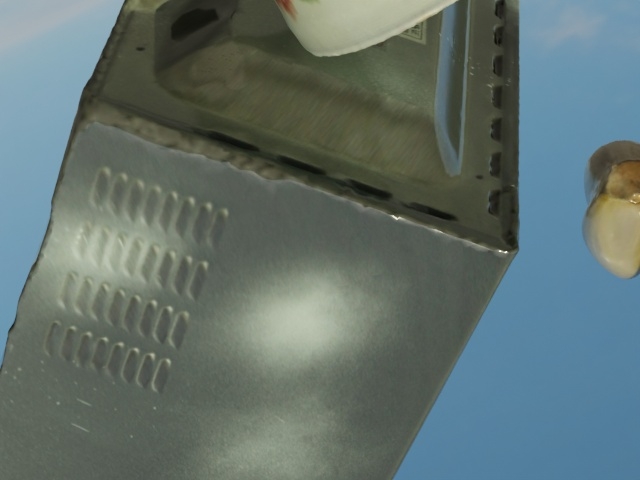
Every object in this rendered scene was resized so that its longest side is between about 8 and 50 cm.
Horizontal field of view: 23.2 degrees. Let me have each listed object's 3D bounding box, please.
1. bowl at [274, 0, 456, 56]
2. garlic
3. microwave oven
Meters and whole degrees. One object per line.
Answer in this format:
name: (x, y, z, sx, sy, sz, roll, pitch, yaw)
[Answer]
bowl: (0.056, -0.226, 0.725, 0.277, 0.145, 0.277, -39, -162, 15)
garlic: (0.423, -0.011, 1.811, 0.184, 0.203, 0.281, -38, -130, -26)
microwave oven: (-0.032, -0.051, 1.009, 0.432, 0.236, 0.374, -81, -167, -54)
